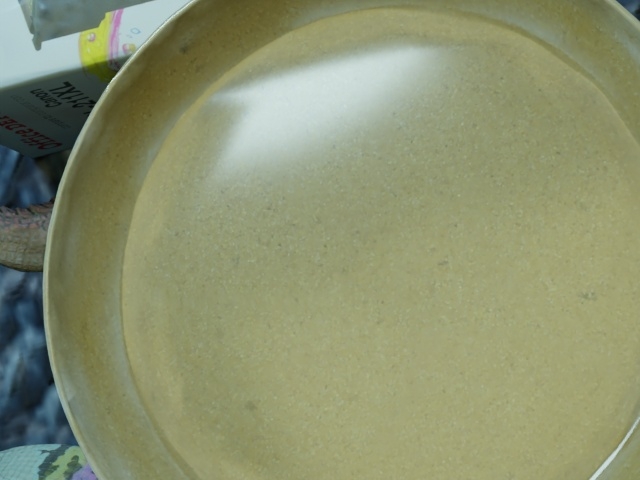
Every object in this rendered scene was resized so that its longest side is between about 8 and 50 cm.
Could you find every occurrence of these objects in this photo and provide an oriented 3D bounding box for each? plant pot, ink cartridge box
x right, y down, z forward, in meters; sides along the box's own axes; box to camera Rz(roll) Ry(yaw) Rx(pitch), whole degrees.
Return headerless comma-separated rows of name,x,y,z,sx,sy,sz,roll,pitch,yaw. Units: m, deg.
plant pot,0.022,0.011,0.578,0.236,0.032,0.236,-3,77,14
ink cartridge box,-0.064,-0.094,0.688,0.175,0.127,0.072,-14,82,8

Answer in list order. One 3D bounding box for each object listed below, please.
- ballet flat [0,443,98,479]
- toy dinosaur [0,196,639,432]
ballet flat,-0.185,0.136,0.699,0.222,0.079,0.077,-15,78,7
toy dinosaur,0.000,0.000,0.669,0.296,0.127,0.200,18,85,16
